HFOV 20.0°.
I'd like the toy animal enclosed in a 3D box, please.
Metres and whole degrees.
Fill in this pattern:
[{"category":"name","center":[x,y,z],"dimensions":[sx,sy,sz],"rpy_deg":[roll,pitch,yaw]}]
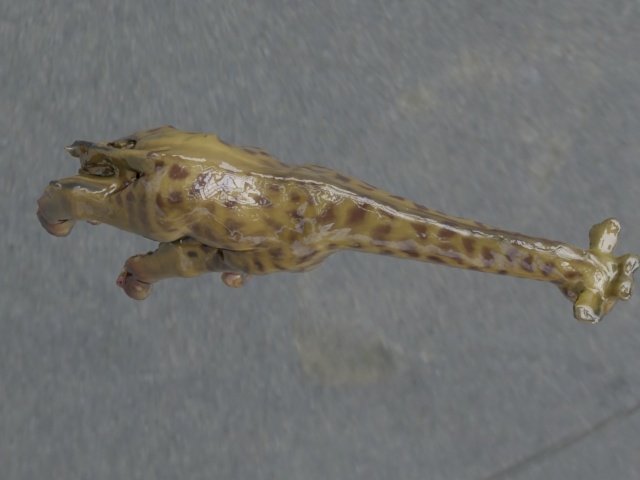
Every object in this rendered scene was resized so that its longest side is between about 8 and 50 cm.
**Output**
[{"category":"toy animal","center":[-0.005,-0.005,0.777],"dimensions":[0.149,0.276,0.054],"rpy_deg":[44,54,-47]}]
